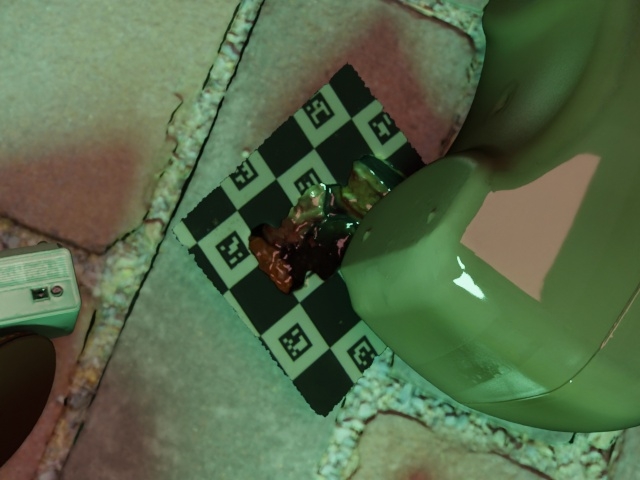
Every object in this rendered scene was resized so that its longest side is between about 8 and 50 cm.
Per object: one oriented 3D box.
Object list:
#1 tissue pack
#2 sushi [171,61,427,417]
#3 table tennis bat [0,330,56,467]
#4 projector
[{"bbox_3d":[0.222,-0.042,1.400,0.277,0.267,0.387,33,72,-12],"label":"tissue pack"},{"bbox_3d":[0.000,0.000,1.459,0.215,0.050,0.192,-45,106,-26],"label":"sushi"},{"bbox_3d":[-0.260,0.137,1.313,0.019,0.130,0.220,27,28,20],"label":"table tennis bat"},{"bbox_3d":[-0.256,0.047,1.367,0.147,0.115,0.061,-10,78,-13],"label":"projector"}]
